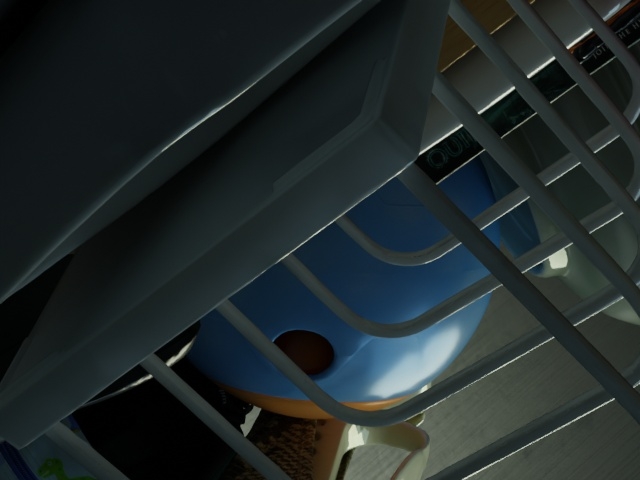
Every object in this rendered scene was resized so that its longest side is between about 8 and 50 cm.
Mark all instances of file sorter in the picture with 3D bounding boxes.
[{"bbox_3d":[0.028,-0.007,0.562,0.193,0.173,0.277,-35,-159,29],"label":"file sorter"}]

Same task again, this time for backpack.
[{"bbox_3d":[-0.212,0.145,1.156,0.273,0.290,0.355,-23,179,-3],"label":"backpack"}]

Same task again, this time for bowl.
[{"bbox_3d":[-0.042,-0.054,0.392,0.142,0.053,0.142,-41,-175,-41],"label":"bowl"}]

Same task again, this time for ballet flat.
[{"bbox_3d":[0.011,0.174,1.211,0.182,0.164,0.482,-4,-152,12],"label":"ballet flat"}]

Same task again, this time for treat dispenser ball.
[{"bbox_3d":[0.000,0.000,1.087,0.288,0.288,0.288,-38,-176,3],"label":"treat dispenser ball"}]

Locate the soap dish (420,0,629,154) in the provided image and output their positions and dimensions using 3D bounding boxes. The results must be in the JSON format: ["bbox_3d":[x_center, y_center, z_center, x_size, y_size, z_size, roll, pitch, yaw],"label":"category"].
[{"bbox_3d":[0.080,-0.145,0.794,0.291,0.118,0.229,-35,-175,42],"label":"soap dish"}]

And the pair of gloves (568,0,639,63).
[{"bbox_3d":[0.157,-0.115,0.699,0.074,0.010,0.083,-38,-178,6],"label":"pair of gloves"}]

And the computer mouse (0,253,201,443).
[{"bbox_3d":[-0.145,0.063,0.569,0.262,0.060,0.184,-22,-156,-34],"label":"computer mouse"}]

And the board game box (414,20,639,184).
[{"bbox_3d":[0.148,-0.111,0.845,0.186,0.026,0.126,-36,-175,26],"label":"board game box"}]

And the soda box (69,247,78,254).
[{"bbox_3d":[-0.153,-0.008,0.880,0.181,0.058,0.061,-36,-176,22],"label":"soda box"}]

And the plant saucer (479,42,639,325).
[{"bbox_3d":[0.176,-0.083,1.103,0.101,0.400,0.400,-27,-177,-4],"label":"plant saucer"}]
